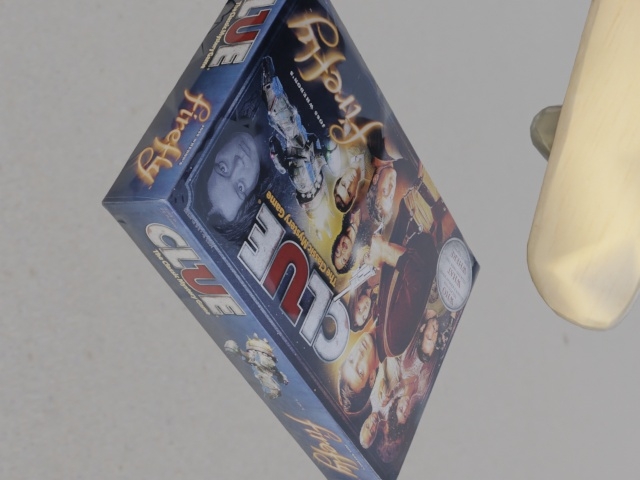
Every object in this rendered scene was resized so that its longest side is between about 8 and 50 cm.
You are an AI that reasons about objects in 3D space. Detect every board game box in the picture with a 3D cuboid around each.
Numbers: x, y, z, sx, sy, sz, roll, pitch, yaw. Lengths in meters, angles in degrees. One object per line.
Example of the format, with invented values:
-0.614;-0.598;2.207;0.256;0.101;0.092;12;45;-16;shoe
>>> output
0.000;0.000;0.692;0.243;0.042;0.165;56;48;-39;board game box

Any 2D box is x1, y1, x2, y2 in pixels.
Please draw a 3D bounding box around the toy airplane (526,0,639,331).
0.236;-0.184;0.701;0.272;0.386;0.384;20;46;-51;toy airplane
